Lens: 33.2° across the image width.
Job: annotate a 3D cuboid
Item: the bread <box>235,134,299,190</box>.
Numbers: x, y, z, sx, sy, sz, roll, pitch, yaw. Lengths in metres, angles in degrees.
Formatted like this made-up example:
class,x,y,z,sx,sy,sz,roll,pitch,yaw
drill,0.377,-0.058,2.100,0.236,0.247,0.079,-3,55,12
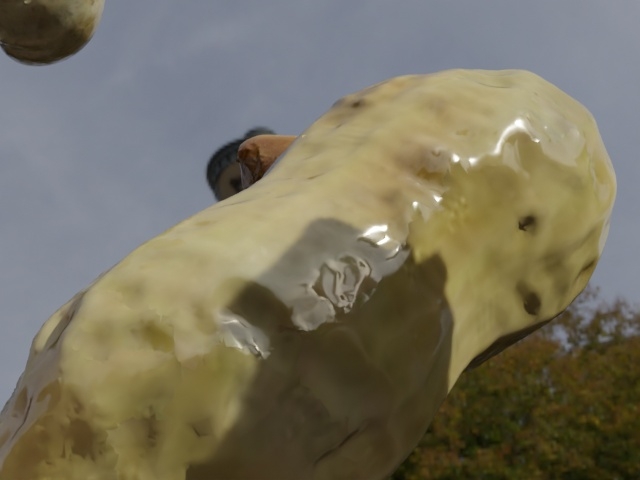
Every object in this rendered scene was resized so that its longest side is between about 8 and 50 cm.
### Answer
class,x,y,z,sx,sy,sz,roll,pitch,yaw
bread,0.017,-0.018,0.761,0.136,0.154,0.054,-17,-8,13

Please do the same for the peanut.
class,x,y,z,sx,sy,sz,roll,pitch,yaw
peanut,0.004,0.022,0.403,0.130,0.290,0.130,27,-45,30

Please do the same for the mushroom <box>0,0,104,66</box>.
class,x,y,z,sx,sy,sz,roll,pitch,yaw
mushroom,-0.230,-0.211,0.802,0.127,0.166,0.166,-23,-37,-17
